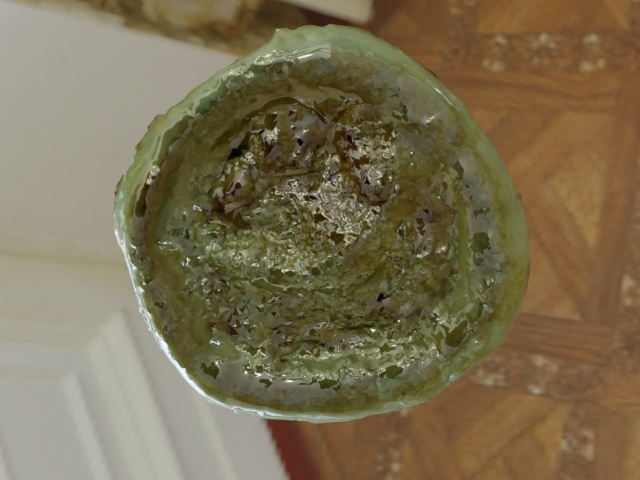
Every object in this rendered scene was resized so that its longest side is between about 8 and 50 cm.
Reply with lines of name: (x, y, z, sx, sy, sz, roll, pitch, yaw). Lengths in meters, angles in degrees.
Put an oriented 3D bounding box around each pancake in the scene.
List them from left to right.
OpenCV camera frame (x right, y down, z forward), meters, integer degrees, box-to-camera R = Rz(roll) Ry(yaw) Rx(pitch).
pancake: (-0.001, 0.000, 0.423, 0.108, 0.017, 0.108, 1, 99, 8)
